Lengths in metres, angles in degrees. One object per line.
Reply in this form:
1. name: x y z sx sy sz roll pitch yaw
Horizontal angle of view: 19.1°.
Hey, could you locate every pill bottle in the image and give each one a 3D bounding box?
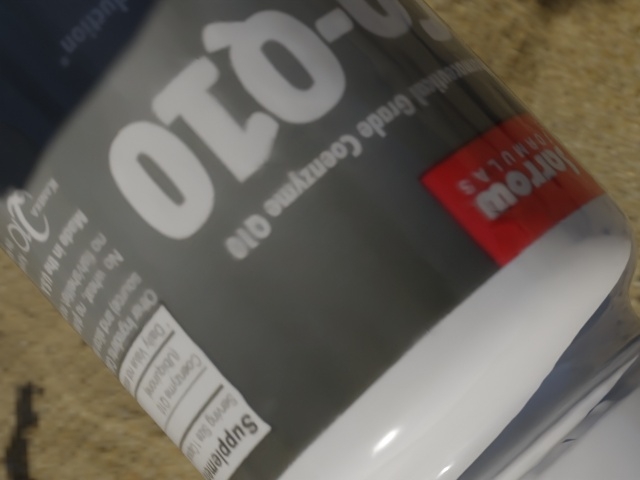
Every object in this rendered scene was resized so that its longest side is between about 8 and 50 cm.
1. pill bottle: 0.000 0.000 0.627 0.283 0.161 0.161 47 106 9
